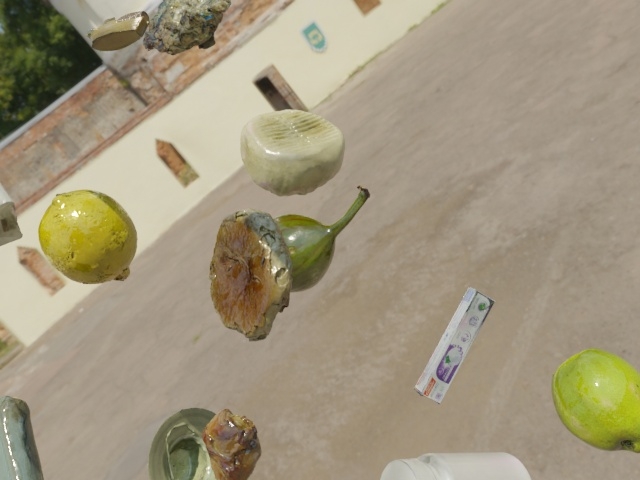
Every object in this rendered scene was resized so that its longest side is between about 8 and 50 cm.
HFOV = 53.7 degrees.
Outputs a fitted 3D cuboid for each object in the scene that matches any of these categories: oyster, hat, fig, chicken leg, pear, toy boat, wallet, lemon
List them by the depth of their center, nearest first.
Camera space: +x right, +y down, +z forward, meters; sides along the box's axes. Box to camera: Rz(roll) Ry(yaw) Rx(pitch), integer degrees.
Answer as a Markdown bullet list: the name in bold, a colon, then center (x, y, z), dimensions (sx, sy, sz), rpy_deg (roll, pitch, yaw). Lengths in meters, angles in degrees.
- **wallet**: center (-0.573, 0.454, 1.054), dimensions (0.360, 0.252, 0.083), rpy_deg (-42, -28, 22)
- **toy boat**: center (-0.364, -0.374, 1.134), dimensions (0.149, 0.047, 0.048), rpy_deg (-4, 64, 32)
- **fig**: center (0.000, 0.000, 1.168), dimensions (0.259, 0.151, 0.151), rpy_deg (-24, 18, 22)
- **chicken leg**: center (-0.164, 0.443, 1.184), dimensions (0.108, 0.251, 0.087), rpy_deg (-2, -10, 4)
- **lemon**: center (-0.437, -0.003, 1.202), dimensions (0.173, 0.206, 0.173), rpy_deg (-37, 17, 13)
- **pear**: center (0.577, 0.332, 1.286), dimensions (0.187, 0.187, 0.219), rpy_deg (-36, 58, 15)
- **oyster**: center (-0.305, -0.510, 1.442), dimensions (0.260, 0.092, 0.198), rpy_deg (18, 80, 30)
- **hat**: center (-0.319, 0.529, 1.494), dimensions (0.110, 0.252, 0.252), rpy_deg (-25, 20, 41)

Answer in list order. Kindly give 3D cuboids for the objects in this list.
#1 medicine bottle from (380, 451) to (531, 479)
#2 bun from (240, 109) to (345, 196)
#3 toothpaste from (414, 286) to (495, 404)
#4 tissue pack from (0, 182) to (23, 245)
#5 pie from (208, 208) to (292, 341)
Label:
- **medicine bottle**: center (0.177, 0.328, 0.820), dimensions (0.103, 0.187, 0.102), rpy_deg (-27, 59, 57)
- **bun**: center (-0.052, -0.163, 1.215), dimensions (0.193, 0.178, 0.127), rpy_deg (-20, -39, -27)
- **toothpaste**: center (0.219, 0.172, 1.045), dimensions (0.196, 0.047, 0.040), rpy_deg (-62, 21, -2)
- **tissue pack**: center (-0.748, -0.077, 1.287), dimensions (0.185, 0.225, 0.124), rpy_deg (-26, -33, -31)
- **pie**: center (-0.102, 0.052, 0.914), dimensions (0.046, 0.195, 0.195), rpy_deg (-4, -11, -38)
